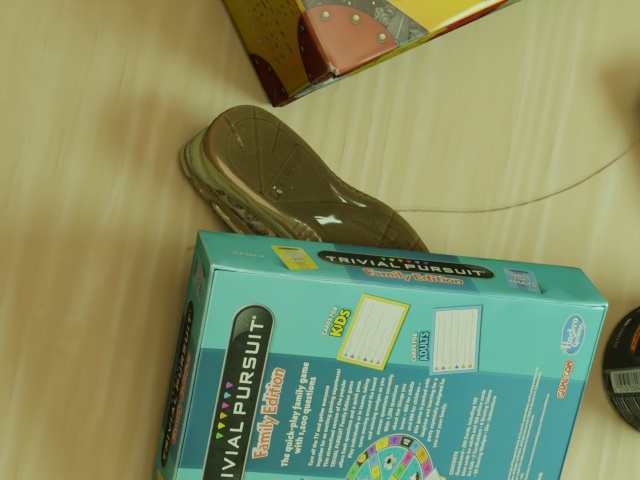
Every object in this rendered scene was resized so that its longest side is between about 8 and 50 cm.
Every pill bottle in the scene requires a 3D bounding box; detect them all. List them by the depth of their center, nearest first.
[{"bbox_3d":[0.351,0.108,1.672,0.130,0.245,0.130,2,84,-16],"label":"pill bottle"}]

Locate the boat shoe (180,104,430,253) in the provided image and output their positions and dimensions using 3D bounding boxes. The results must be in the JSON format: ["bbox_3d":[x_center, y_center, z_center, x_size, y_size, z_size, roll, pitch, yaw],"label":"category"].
[{"bbox_3d":[0.000,0.000,1.675,0.285,0.089,0.104,47,59,-10],"label":"boat shoe"}]

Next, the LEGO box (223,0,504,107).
[{"bbox_3d":[0.039,-0.419,1.665,0.372,0.193,0.500,-26,92,-16],"label":"LEGO box"}]

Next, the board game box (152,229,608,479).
[{"bbox_3d":[0.044,0.134,1.613,0.336,0.079,0.254,6,112,-15],"label":"board game box"}]
